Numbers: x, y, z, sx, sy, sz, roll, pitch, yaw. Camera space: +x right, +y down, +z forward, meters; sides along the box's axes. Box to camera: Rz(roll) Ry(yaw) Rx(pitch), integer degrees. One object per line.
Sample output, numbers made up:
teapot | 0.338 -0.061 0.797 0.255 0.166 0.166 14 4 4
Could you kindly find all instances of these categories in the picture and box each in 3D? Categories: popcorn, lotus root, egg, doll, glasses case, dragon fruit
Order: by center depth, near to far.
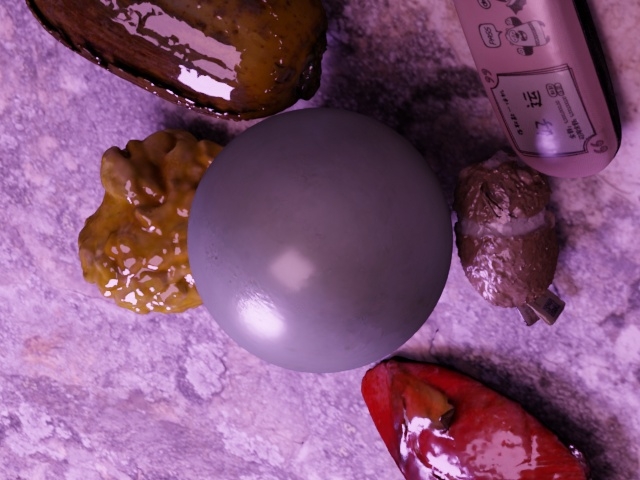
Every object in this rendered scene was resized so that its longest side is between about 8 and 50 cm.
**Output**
glasses case | 0.204 -0.200 1.894 0.122 0.075 0.314 1 124 40
egg | 0.000 0.000 2.023 0.276 0.276 0.389 44 -179 -1
doll | 0.196 0.006 2.054 0.105 0.115 0.221 6 134 22
lotus root | -0.168 -0.263 2.062 0.397 0.179 0.196 25 119 13
popcorn | -0.178 -0.027 2.241 0.226 0.200 0.203 -5 126 38
dragon fruit | 0.190 0.278 2.268 0.343 0.100 0.282 52 141 -8
